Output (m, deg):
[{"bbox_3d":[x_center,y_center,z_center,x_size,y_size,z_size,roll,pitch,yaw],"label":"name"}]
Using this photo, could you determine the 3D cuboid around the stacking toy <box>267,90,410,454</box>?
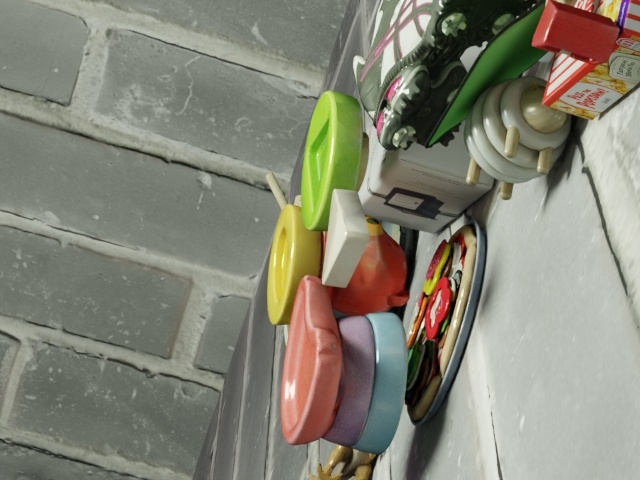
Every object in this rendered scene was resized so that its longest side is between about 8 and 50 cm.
[{"bbox_3d":[0.046,0.029,1.752,0.309,0.130,0.279,-97,19,-51],"label":"stacking toy"}]

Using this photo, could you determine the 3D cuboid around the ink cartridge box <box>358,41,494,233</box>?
[{"bbox_3d":[0.115,-0.118,1.879,0.237,0.100,0.172,135,151,-75],"label":"ink cartridge box"}]

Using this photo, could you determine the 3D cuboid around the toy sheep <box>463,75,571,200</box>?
[{"bbox_3d":[0.155,-0.085,1.516,0.132,0.091,0.091,-32,39,54],"label":"toy sheep"}]

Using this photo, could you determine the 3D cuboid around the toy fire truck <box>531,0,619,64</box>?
[{"bbox_3d":[0.182,-0.202,1.318,0.192,0.047,0.135,-96,22,-75],"label":"toy fire truck"}]

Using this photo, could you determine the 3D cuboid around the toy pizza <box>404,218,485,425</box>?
[{"bbox_3d":[0.107,0.074,1.766,0.201,0.032,0.201,-164,90,-84],"label":"toy pizza"}]

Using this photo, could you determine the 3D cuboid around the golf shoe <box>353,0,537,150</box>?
[{"bbox_3d":[0.105,-0.207,1.663,0.120,0.105,0.273,57,130,34],"label":"golf shoe"}]

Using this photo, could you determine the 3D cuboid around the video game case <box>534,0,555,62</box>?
[{"bbox_3d":[0.236,-0.298,1.624,0.227,0.026,0.206,115,170,-54],"label":"video game case"}]

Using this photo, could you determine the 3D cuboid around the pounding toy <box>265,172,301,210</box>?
[{"bbox_3d":[0.000,0.000,2.270,0.100,0.141,0.130,-9,56,37],"label":"pounding toy"}]

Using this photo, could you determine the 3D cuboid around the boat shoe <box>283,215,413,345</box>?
[{"bbox_3d":[0.041,0.016,2.085,0.340,0.127,0.113,-67,-12,-45],"label":"boat shoe"}]

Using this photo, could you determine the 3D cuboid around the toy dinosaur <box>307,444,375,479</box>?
[{"bbox_3d":[0.032,0.235,1.973,0.211,0.064,0.112,-57,-2,39],"label":"toy dinosaur"}]

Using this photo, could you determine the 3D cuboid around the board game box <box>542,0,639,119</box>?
[{"bbox_3d":[0.222,-0.181,1.354,0.193,0.045,0.146,130,155,-75],"label":"board game box"}]

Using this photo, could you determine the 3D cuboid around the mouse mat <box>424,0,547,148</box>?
[{"bbox_3d":[0.163,-0.158,1.519,0.190,0.007,0.152,-38,-13,-34],"label":"mouse mat"}]
